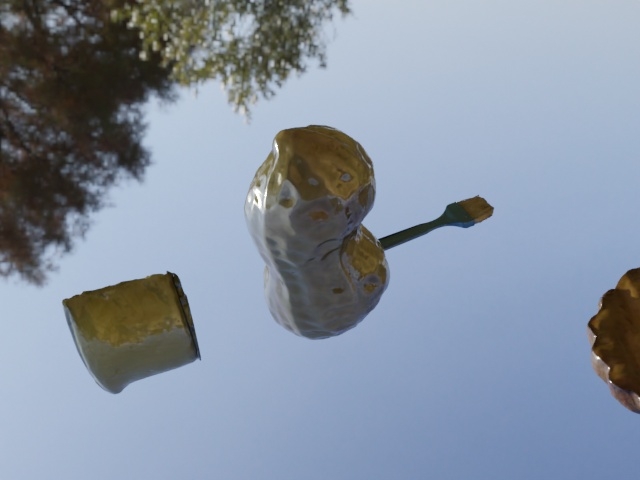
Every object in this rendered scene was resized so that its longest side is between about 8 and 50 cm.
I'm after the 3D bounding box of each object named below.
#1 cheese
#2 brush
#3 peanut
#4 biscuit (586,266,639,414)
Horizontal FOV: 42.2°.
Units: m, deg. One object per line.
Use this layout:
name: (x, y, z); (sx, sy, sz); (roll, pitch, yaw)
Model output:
cheese: (-0.091, 0.055, 0.431); (0.060, 0.084, 0.042); (-18, -117, -7)
brush: (0.131, -0.016, 1.007); (0.164, 0.014, 0.051); (-20, -148, -8)
peanut: (0.000, 0.000, 0.798); (0.136, 0.298, 0.120); (7, -124, 9)
biscuit: (0.511, 0.129, 1.060); (0.325, 0.107, 0.326); (-16, -144, 12)
